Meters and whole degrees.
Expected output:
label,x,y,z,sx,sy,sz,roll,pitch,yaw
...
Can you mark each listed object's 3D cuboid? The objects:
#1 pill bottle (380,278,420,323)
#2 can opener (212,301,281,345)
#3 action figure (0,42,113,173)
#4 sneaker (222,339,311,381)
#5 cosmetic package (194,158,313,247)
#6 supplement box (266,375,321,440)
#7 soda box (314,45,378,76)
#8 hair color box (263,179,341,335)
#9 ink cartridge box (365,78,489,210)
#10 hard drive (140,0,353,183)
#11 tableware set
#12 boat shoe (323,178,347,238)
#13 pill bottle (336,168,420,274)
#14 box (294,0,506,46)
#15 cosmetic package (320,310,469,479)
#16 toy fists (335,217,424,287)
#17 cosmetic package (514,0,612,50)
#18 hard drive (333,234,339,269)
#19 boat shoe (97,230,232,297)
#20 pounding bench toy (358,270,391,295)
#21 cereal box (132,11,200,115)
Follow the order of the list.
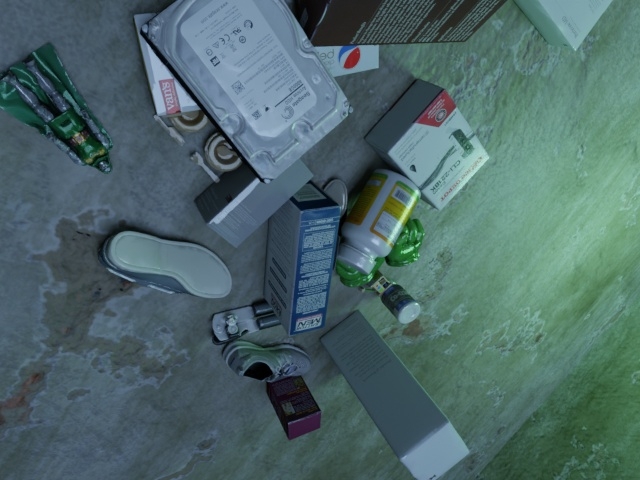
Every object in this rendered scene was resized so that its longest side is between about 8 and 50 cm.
label,x,y,z,sx,sy,sz,roll,pitch,yaw
pill bottle,0.230,0.179,1.421,0.078,0.137,0.078,-15,126,-21
can opener,-0.159,0.208,1.280,0.281,0.074,0.093,-13,159,-20
action figure,-0.453,-0.209,0.845,0.137,0.063,0.232,-37,134,-7
sneaker,-0.141,0.367,1.349,0.282,0.115,0.105,14,112,-35
cosmetic package,-0.146,-0.115,1.031,0.238,0.127,0.107,-46,129,2
supplement box,-0.083,0.481,1.407,0.104,0.188,0.080,-13,125,-22
soda box,0.013,-0.383,0.982,0.216,0.069,0.073,-17,126,-18
hair color box,-0.053,0.039,1.150,0.105,0.174,0.347,-9,124,-26
ink cartridge box,0.276,-0.233,1.195,0.197,0.114,0.273,-48,131,6
hard drive,-0.120,-0.305,0.864,0.237,0.064,0.339,-41,116,-8
tableware set,-0.226,-0.217,0.956,0.128,0.039,0.194,-42,121,1
boat shoe,0.033,-0.064,1.220,0.065,0.075,0.205,-42,145,-62
pill bottle,0.136,-0.044,1.183,0.136,0.136,0.245,37,80,-40
box,0.159,-0.481,0.894,0.382,0.191,0.143,-12,82,-21
cosmetic package,0.199,0.437,1.362,0.162,0.453,0.230,-37,131,-3
toy fists,0.168,0.026,1.316,0.279,0.096,0.142,-22,127,-14
cosmetic package,0.569,-0.672,1.087,0.377,0.097,0.284,23,105,-37
hard drive,0.000,0.000,1.179,0.022,0.135,0.094,-11,124,-28
boat shoe,-0.345,0.062,1.075,0.099,0.116,0.320,-16,152,37
pounding bench toy,0.158,0.133,1.407,0.083,0.052,0.065,-43,131,2
cereal box,-0.207,-0.338,0.883,0.240,0.047,0.172,-16,113,-20
